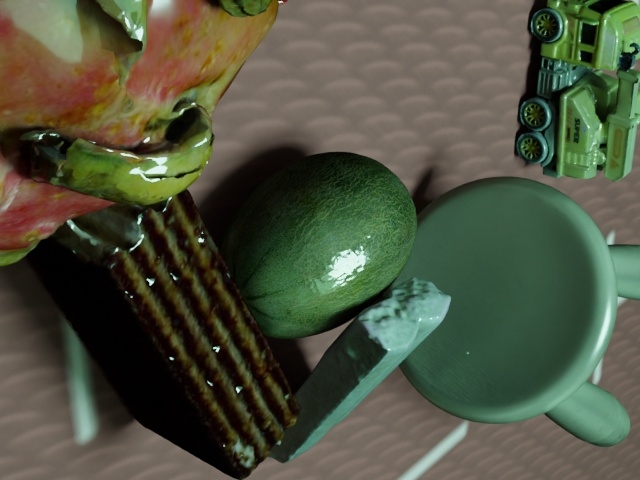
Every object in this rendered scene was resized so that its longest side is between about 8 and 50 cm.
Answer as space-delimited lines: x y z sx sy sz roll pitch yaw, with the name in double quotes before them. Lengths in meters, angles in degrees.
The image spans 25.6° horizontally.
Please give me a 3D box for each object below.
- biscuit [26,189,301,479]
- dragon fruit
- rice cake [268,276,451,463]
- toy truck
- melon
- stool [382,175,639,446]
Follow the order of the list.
"biscuit" -0.102 0.042 0.859 0.070 0.106 0.252 -50 140 -23
"dragon fruit" -0.159 -0.100 0.579 0.291 0.269 0.250 -39 127 -41
"rice cake" 0.021 0.096 1.017 0.085 0.040 0.226 -37 170 -34
"toy truck" 0.238 -0.131 1.231 0.077 0.100 0.168 -26 128 -47
"melon" 0.000 0.000 0.969 0.167 0.114 0.114 -39 136 -32
"stool" 0.176 0.057 1.179 0.199 0.195 0.195 16 94 -61
